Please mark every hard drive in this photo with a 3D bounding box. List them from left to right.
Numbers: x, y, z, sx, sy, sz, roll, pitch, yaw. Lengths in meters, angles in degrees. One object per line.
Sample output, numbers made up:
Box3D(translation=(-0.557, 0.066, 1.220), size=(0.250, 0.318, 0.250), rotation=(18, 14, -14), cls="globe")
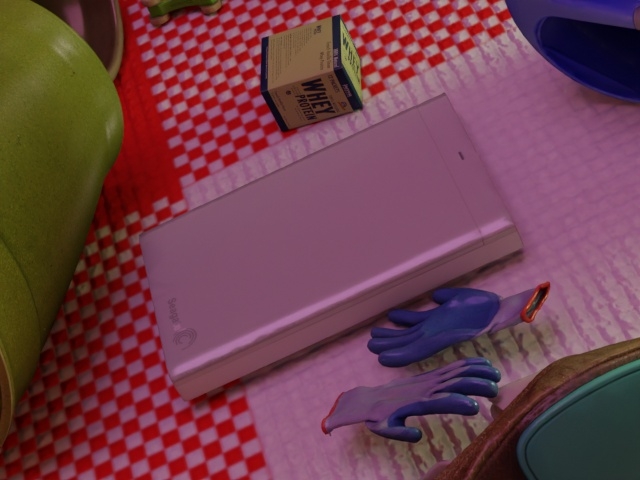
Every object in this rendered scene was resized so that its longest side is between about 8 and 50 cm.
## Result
Box3D(translation=(0.000, 0.000, 1.343), size=(0.308, 0.040, 0.203), rotation=(-25, 40, 4), cls="hard drive")

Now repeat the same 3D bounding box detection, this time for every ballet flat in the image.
Box3D(translation=(0.128, 0.171, 1.092), size=(0.342, 0.116, 0.124), rotation=(-42, 25, -9), cls="ballet flat")

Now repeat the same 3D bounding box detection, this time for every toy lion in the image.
Box3D(translation=(-0.150, -0.279, 1.700), size=(0.100, 0.034, 0.096), rotation=(-9, 39, 20), cls="toy lion")

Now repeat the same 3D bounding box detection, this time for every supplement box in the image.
Box3D(translation=(-0.009, -0.161, 1.493), size=(0.083, 0.056, 0.083), rotation=(-16, 45, 14), cls="supplement box")

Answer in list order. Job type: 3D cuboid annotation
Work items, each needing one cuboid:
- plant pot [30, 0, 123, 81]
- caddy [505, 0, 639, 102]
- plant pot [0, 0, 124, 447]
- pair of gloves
Box3D(translation=(-0.369, -0.236, 1.625), size=(0.229, 0.263, 0.263), rotation=(-21, 43, 23), cls="plant pot")
Box3D(translation=(0.317, -0.226, 1.256), size=(0.341, 0.241, 0.179), rotation=(2, 45, 29), cls="caddy")
Box3D(translation=(-0.351, -0.038, 1.380), size=(0.367, 0.366, 0.353), rotation=(0, 38, 27), cls="plant pot")
Box3D(translation=(0.084, 0.089, 1.183), size=(0.159, 0.023, 0.198), rotation=(-15, 24, 38), cls="pair of gloves")
